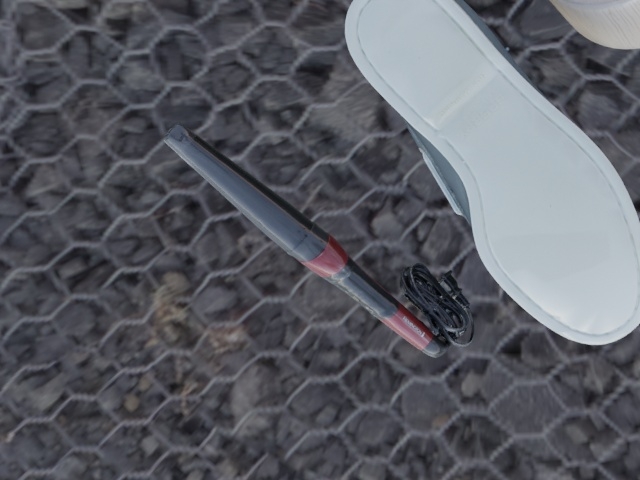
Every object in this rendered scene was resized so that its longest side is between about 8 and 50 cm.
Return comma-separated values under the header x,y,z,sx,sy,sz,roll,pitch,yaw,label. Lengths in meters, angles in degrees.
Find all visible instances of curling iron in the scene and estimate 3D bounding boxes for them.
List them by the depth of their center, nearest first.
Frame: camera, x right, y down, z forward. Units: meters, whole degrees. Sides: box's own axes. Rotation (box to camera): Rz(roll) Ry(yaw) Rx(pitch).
x,y,z,sx,sy,sz,roll,pitch,yaw,label
0.000,0.000,1.025,0.274,0.068,0.035,32,132,-15,curling iron

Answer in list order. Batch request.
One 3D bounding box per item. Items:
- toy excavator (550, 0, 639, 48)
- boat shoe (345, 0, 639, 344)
x,y,z,sx,sy,sz,roll,pitch,yaw,label
0.286,-0.429,1.108,0.433,0.222,0.445,-36,56,16,toy excavator
0.136,-0.066,1.039,0.116,0.099,0.319,-37,99,13,boat shoe
